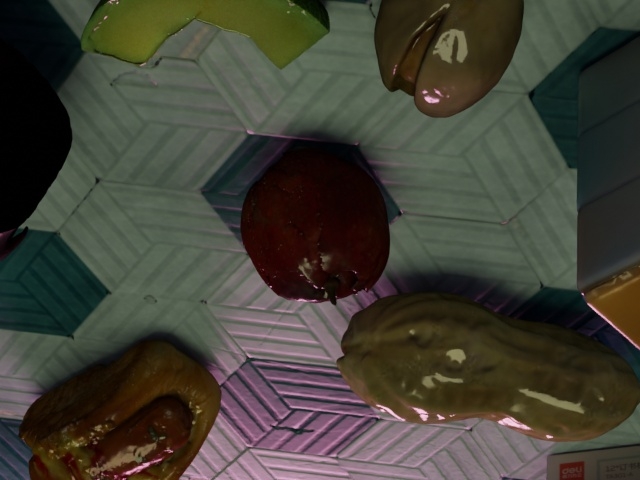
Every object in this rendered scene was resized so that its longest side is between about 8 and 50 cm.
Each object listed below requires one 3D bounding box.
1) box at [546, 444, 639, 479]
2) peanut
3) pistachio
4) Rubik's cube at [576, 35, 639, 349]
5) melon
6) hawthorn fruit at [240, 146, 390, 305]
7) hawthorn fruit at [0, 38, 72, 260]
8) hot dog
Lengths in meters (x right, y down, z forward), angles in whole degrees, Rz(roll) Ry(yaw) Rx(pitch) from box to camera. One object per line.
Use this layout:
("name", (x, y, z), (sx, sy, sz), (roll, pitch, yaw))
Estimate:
("box", (0.389, 0.301, 1.653), (0.269, 0.135, 0.079), (-10, 132, 18))
("peanut", (0.176, 0.133, 1.519), (0.313, 0.149, 0.149), (15, 135, -5))
("pistachio", (0.108, -0.176, 1.246), (0.124, 0.124, 0.185), (15, 151, -6))
("Rubik's cube", (0.407, -0.034, 1.205), (0.291, 0.290, 0.292), (-32, 121, 34))
("melon", (-0.097, -0.201, 1.287), (0.210, 0.064, 0.118), (12, 134, -5))
("hawthorn fruit", (0.000, 0.000, 1.394), (0.148, 0.172, 0.148), (-11, 133, -12))
("hawthorn fruit", (-0.373, -0.081, 1.300), (0.316, 0.316, 0.316), (5, 135, 5))
("hot dog", (-0.236, 0.228, 1.671), (0.257, 0.153, 0.150), (-28, 124, 32))
